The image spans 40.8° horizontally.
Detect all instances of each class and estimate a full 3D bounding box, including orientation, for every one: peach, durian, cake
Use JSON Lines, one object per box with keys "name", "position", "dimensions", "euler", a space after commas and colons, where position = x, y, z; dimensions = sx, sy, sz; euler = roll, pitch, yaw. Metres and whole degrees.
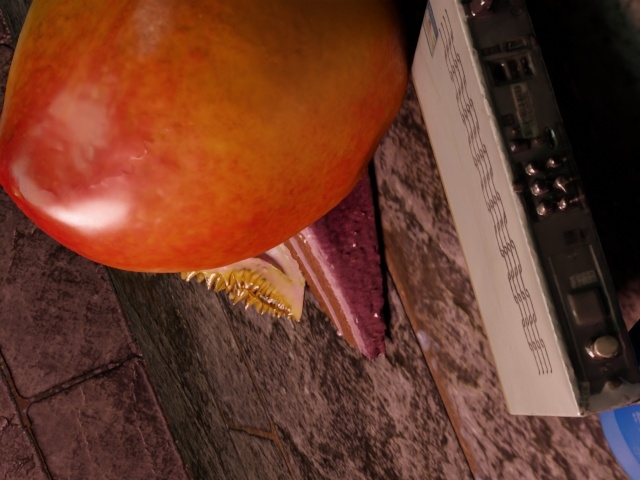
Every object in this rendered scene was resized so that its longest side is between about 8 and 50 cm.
{"name": "peach", "position": [-0.087, -0.113, 0.661], "dimensions": [0.289, 0.288, 0.308], "euler": [108, 176, -57]}
{"name": "durian", "position": [-0.116, -0.001, 1.152], "dimensions": [0.305, 0.185, 0.195], "euler": [54, 178, 11]}
{"name": "cake", "position": [0.000, 0.000, 0.887], "dimensions": [0.116, 0.112, 0.295], "euler": [39, 150, 52]}

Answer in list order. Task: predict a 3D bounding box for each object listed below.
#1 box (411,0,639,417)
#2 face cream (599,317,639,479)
{"name": "box", "position": [0.119, -0.025, 0.543], "dimensions": [0.211, 0.045, 0.270], "euler": [89, 167, -78]}
{"name": "face cream", "position": [0.245, 0.075, 0.418], "dimensions": [0.149, 0.083, 0.264], "euler": [52, 156, 5]}
